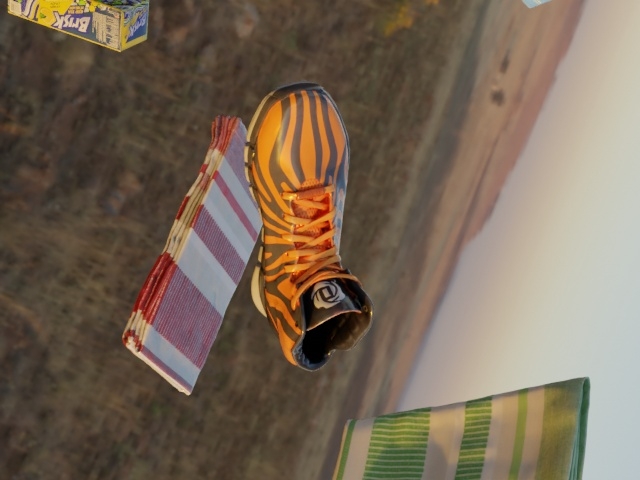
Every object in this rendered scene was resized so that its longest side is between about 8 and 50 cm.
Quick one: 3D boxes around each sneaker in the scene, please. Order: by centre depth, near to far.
[{"bbox_3d":[0.000,0.000,1.206,0.180,0.125,0.321,-123,-154,-53],"label":"sneaker"}]

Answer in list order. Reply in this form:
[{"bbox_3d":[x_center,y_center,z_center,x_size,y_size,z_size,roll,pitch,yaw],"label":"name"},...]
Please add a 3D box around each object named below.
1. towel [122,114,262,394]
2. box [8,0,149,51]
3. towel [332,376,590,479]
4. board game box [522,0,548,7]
[{"bbox_3d":[-0.152,0.023,1.487,0.237,0.037,0.329,62,47,-66],"label":"towel"},{"bbox_3d":[-0.293,-0.283,1.355,0.059,0.169,0.054,-43,150,-53],"label":"box"},{"bbox_3d":[0.138,0.278,1.254,0.038,0.325,0.248,47,42,-32],"label":"towel"},{"bbox_3d":[0.330,-0.374,1.302,0.039,0.211,0.160,35,53,-39],"label":"board game box"}]
